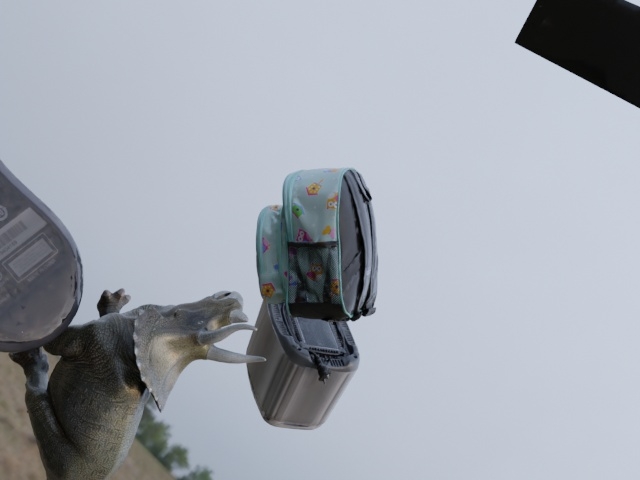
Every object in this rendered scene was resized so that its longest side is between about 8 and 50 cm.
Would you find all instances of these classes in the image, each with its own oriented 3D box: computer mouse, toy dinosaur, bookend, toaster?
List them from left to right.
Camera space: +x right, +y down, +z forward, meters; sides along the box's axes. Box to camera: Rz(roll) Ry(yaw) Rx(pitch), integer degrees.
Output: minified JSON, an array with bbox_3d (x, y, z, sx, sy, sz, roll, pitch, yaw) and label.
[{"bbox_3d":[-0.292,-0.034,0.661,0.072,0.188,0.272,-8,-63,56],"label":"computer mouse"},{"bbox_3d":[-0.202,0.140,0.720,0.121,0.313,0.160,24,18,-48],"label":"toy dinosaur"},{"bbox_3d":[-0.030,0.177,1.247,0.129,0.146,0.227,10,30,-24],"label":"toaster"},{"bbox_3d":[0.287,-0.164,0.756,0.156,0.072,0.157,6,28,-45],"label":"bookend"}]

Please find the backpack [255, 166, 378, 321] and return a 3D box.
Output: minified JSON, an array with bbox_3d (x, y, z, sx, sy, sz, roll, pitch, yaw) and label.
[{"bbox_3d":[0.000,0.000,1.062,0.144,0.188,0.166,5,2,19],"label":"backpack"}]
